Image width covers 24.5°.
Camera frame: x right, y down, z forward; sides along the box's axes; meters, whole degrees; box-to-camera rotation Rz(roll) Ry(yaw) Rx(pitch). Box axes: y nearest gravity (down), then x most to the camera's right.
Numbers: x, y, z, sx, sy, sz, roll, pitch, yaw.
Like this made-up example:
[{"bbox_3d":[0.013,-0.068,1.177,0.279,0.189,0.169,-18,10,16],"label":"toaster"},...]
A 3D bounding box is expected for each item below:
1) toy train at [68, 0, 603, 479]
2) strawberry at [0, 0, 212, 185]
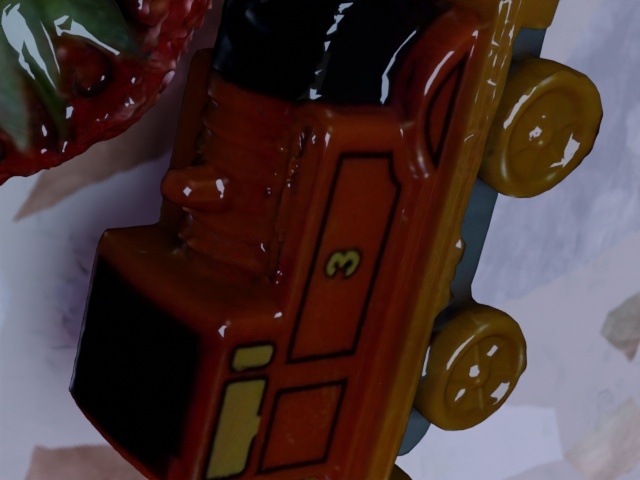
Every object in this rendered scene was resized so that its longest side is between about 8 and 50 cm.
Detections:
[{"bbox_3d":[0.000,0.000,0.797,0.231,0.163,0.369,-6,119,-42],"label":"toy train"},{"bbox_3d":[-0.148,-0.171,0.681,0.261,0.258,0.261,1,128,1],"label":"strawberry"}]
